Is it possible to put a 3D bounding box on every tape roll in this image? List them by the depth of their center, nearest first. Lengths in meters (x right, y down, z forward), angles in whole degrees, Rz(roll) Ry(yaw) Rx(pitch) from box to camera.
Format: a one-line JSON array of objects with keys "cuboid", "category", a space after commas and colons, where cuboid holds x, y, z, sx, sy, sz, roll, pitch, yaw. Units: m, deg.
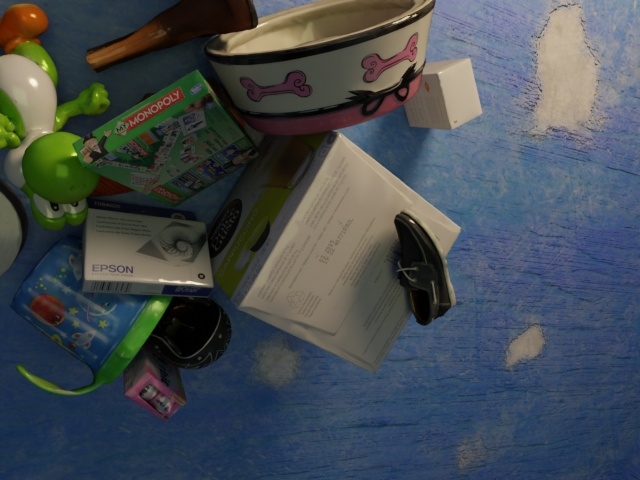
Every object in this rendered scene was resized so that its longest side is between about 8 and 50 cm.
[{"cuboid": [-0.647, -0.022, 0.845, 0.219, 0.072, 0.219, -6, 106, -22], "category": "tape roll"}]

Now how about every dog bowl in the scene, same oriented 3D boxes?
[{"cuboid": [0.007, -0.328, 0.877, 0.408, 0.408, 0.150, -24, 125, -16], "category": "dog bowl"}]

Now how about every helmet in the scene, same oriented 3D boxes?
[{"cuboid": [-0.272, 0.192, 1.015, 0.161, 0.169, 0.169, 30, 91, -10], "category": "helmet"}]

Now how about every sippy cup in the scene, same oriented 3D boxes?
[{"cuboid": [-0.429, 0.113, 0.907, 0.224, 0.305, 0.240, 37, 118, -17], "category": "sippy cup"}]

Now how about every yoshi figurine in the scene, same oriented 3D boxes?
[{"cuboid": [-0.448, -0.200, 0.765, 0.204, 0.203, 0.362, -20, 97, -8], "category": "yoshi figurine"}]

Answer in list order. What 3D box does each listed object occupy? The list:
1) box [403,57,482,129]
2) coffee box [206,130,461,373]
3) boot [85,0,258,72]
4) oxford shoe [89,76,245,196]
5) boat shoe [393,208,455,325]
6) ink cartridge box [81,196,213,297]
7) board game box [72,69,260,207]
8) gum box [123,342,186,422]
[{"cuboid": [0.269, -0.335, 1.105, 0.091, 0.170, 0.130, -29, 115, -14], "category": "box"}, {"cuboid": [0.000, 0.000, 0.986, 0.338, 0.334, 0.337, 31, 91, -31], "category": "coffee box"}, {"cuboid": [-0.263, -0.364, 0.810, 0.280, 0.264, 0.096, -28, 123, -16], "category": "boot"}, {"cuboid": [-0.335, -0.196, 0.929, 0.364, 0.130, 0.132, -26, 81, -8], "category": "oxford shoe"}, {"cuboid": [0.174, 0.052, 0.846, 0.079, 0.084, 0.233, -32, 121, -15], "category": "boat shoe"}, {"cuboid": [-0.323, 0.001, 0.900, 0.223, 0.224, 0.045, 6, 137, -31], "category": "ink cartridge box"}, {"cuboid": [-0.239, -0.156, 0.835, 0.213, 0.317, 0.046, -29, 82, 2], "category": "board game box"}, {"cuboid": [-0.347, 0.284, 0.998, 0.062, 0.188, 0.107, -44, 116, -6], "category": "gum box"}]
